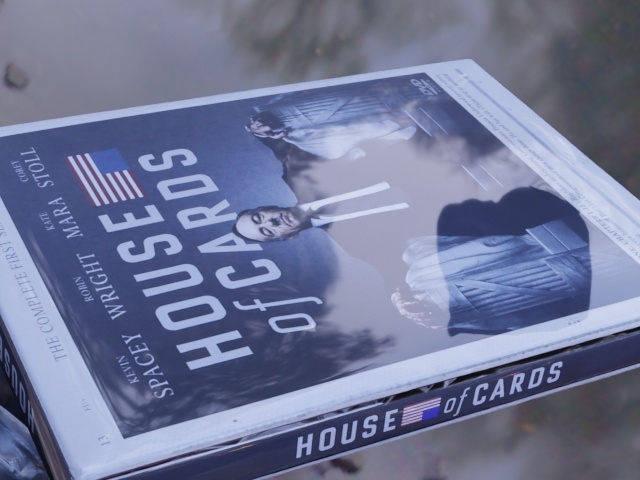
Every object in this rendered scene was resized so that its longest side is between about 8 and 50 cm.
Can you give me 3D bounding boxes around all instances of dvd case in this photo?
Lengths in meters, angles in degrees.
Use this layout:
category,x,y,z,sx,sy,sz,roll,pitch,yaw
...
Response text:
category,x,y,z,sx,sy,sz,roll,pitch,yaw
dvd case,0.000,0.000,0.435,0.238,0.030,0.179,-12,40,-26

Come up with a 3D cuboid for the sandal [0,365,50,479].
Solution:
category,x,y,z,sx,sy,sz,roll,pitch,yaw
sandal,-0.298,0.142,0.793,0.445,0.168,0.107,9,20,-14
